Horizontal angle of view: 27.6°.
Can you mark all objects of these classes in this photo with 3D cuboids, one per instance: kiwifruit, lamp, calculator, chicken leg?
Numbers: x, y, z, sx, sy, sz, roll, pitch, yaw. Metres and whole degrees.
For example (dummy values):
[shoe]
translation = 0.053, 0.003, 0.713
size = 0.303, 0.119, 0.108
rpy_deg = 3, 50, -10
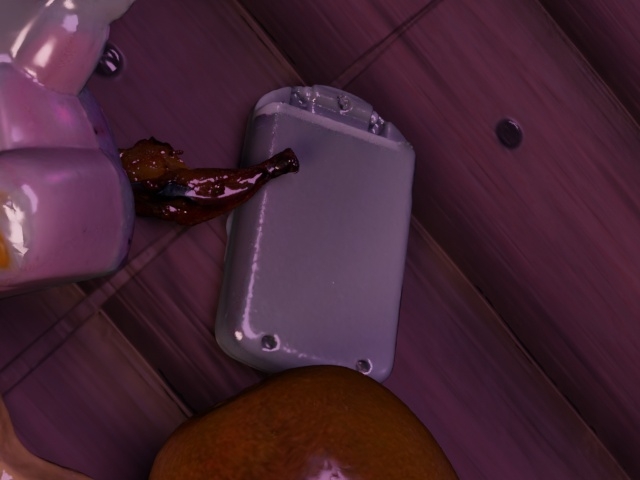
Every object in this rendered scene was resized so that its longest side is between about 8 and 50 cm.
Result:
[kiwifruit]
translation = 0.001, 0.198, 0.821
size = 0.196, 0.196, 0.234
rpy_deg = -27, 95, -31
[lamp]
translation = -0.201, -0.116, 0.817
size = 0.247, 0.247, 0.301
rpy_deg = -6, 83, -60
[calculator]
translation = 0.000, 0.000, 0.962
size = 0.141, 0.045, 0.246
rpy_deg = 16, 68, -23
[chicken leg]
translation = -0.089, -0.041, 0.915
size = 0.145, 0.037, 0.062
rpy_deg = 6, 76, 0

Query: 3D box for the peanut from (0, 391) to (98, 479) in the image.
[peanut]
translation = -0.217, 0.136, 0.769
size = 0.274, 0.111, 0.125
rpy_deg = 39, 84, -15
